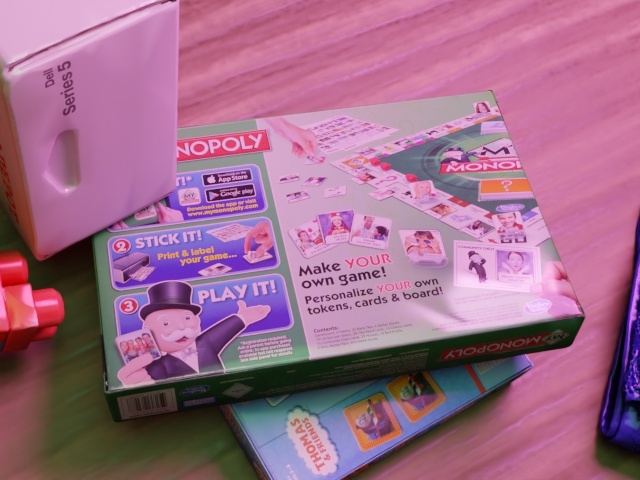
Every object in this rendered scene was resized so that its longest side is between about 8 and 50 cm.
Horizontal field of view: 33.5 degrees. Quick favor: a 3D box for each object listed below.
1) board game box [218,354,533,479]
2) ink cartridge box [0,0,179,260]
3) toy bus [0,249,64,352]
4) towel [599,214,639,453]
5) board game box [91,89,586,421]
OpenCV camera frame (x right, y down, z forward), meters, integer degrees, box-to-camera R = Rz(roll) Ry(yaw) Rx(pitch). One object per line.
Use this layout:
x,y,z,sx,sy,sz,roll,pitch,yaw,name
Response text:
0.024,0.077,0.772,0.211,0.039,0.160,-26,73,-21,board game box
-0.208,-0.154,0.691,0.115,0.198,0.273,-29,67,-23,ink cartridge box
-0.262,0.038,0.638,0.211,0.220,0.149,-7,72,-21,toy bus
0.383,0.094,0.821,0.308,0.076,0.227,20,65,-3,towel
0.000,0.000,0.755,0.317,0.046,0.213,-8,54,-9,board game box
